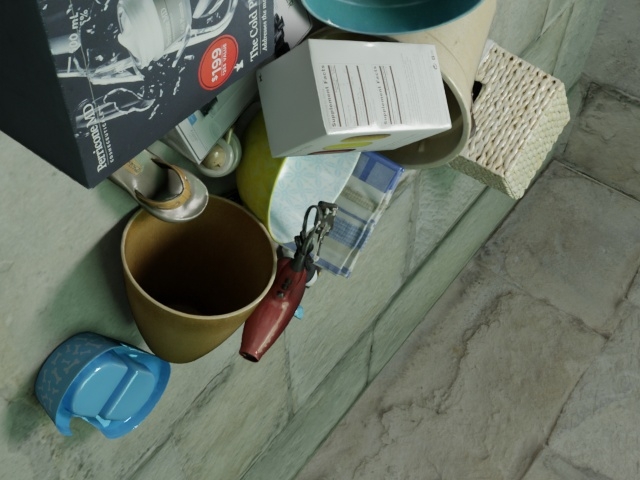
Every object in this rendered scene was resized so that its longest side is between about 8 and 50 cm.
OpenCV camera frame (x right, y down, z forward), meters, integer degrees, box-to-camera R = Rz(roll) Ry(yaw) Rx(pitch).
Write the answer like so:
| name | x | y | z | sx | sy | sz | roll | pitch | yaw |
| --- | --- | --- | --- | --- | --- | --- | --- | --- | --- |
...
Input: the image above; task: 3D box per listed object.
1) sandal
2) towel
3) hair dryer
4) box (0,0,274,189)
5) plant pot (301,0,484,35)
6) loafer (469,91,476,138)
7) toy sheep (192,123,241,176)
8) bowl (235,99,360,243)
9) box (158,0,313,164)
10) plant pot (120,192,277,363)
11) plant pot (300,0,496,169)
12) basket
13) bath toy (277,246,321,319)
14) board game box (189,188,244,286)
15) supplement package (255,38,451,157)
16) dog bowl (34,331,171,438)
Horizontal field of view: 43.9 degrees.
| name | x | y | z | sx | sy | sz | roll | pitch | yaw |
| --- | --- | --- | --- | --- | --- | --- | --- | --- | --- |
| sandal | -0.230 | -0.086 | 1.151 | 0.219 | 0.060 | 0.090 | 44 | 66 | -53 |
| towel | 0.017 | -0.075 | 1.542 | 0.285 | 0.209 | 0.034 | -63 | 177 | 32 |
| hair dryer | -0.066 | 0.062 | 1.291 | 0.223 | 0.080 | 0.293 | -36 | 149 | -77 |
| box | -0.212 | -0.288 | 0.820 | 0.312 | 0.179 | 0.343 | -44 | 154 | -30 |
| plant pot | 0.102 | -0.468 | 1.117 | 0.272 | 0.272 | 0.255 | 39 | 48 | -69 |
| loafer | 0.268 | -0.344 | 1.766 | 0.366 | 0.134 | 0.130 | -88 | 171 | -50 |
| toy sheep | -0.165 | -0.143 | 1.252 | 0.091 | 0.091 | 0.132 | -64 | -177 | 12 |
| bowl | -0.059 | -0.157 | 1.357 | 0.289 | 0.156 | 0.289 | -48 | 158 | -26 |
| box | -0.139 | -0.272 | 1.126 | 0.290 | 0.087 | 0.169 | -53 | 158 | -15 |
| plant pot | -0.217 | 0.090 | 1.297 | 0.237 | 0.237 | 0.254 | -41 | 165 | -39 |
| plant pot | 0.165 | -0.351 | 1.432 | 0.305 | 0.334 | 0.333 | -60 | 161 | -26 |
| basket | 0.505 | -0.329 | 2.233 | 0.328 | 0.266 | 0.331 | -59 | 157 | 2 |
| bath toy | 0.000 | 0.000 | 1.746 | 0.348 | 0.129 | 0.151 | -58 | -167 | 0 |
| board game box | -0.179 | -0.012 | 1.442 | 0.170 | 0.048 | 0.141 | -33 | 146 | -48 |
| supplement package | 0.050 | -0.205 | 1.162 | 0.244 | 0.139 | 0.133 | -9 | 86 | -37 |
| dog bowl | -0.364 | 0.241 | 1.337 | 0.166 | 0.074 | 0.297 | -57 | 158 | -5 |
